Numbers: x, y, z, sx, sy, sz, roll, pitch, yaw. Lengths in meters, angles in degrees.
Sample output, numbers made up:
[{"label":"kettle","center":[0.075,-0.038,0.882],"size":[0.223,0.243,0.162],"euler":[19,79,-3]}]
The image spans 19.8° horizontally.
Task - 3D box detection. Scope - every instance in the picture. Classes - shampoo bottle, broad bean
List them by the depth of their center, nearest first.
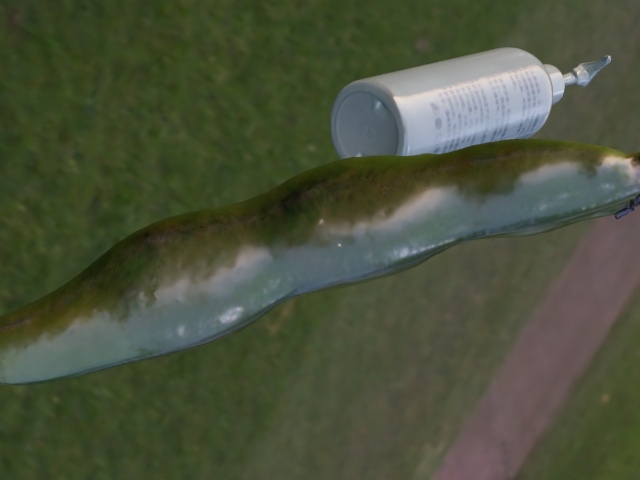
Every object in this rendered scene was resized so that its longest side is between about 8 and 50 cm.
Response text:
[{"label":"broad bean","center":[-0.001,-0.001,0.714],"size":[0.297,0.060,0.043],"euler":[-17,143,1]},{"label":"shampoo bottle","center":[0.088,-0.076,1.008],"size":[0.195,0.056,0.056],"euler":[-16,131,-46]}]
